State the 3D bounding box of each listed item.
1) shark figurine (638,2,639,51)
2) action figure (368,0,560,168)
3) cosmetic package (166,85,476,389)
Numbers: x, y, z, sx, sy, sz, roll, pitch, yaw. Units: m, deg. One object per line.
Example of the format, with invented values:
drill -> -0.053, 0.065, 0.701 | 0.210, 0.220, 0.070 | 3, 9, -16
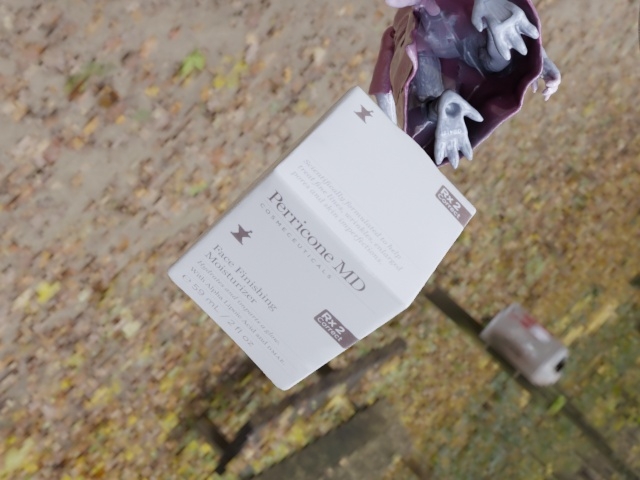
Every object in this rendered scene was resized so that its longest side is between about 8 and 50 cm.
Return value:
shark figurine -> 0.443, -0.369, 1.356 | 0.166, 0.116, 0.278 | 14, 106, -61
action figure -> 0.123, -0.226, 1.276 | 0.248, 0.276, 0.370 | -30, -158, 9
cosmetic package -> 0.000, 0.000, 0.926 | 0.183, 0.151, 0.151 | -40, -173, 45
